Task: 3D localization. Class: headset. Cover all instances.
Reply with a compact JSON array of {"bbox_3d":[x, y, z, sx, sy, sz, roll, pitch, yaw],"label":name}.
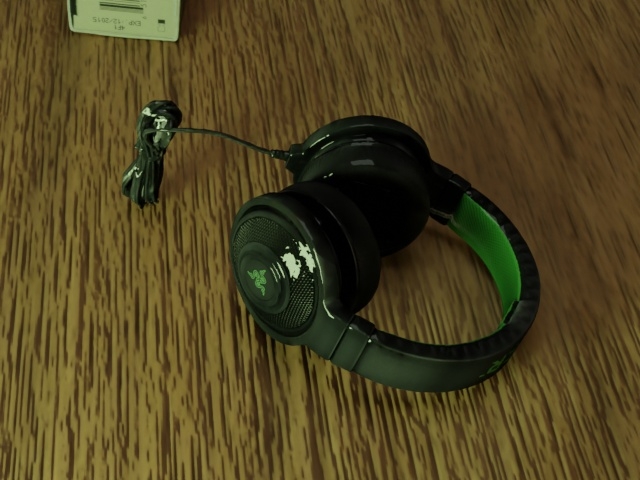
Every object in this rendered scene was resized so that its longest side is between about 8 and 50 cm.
[{"bbox_3d":[0.000,0.000,1.132,0.394,0.185,0.243,33,43,6],"label":"headset"}]

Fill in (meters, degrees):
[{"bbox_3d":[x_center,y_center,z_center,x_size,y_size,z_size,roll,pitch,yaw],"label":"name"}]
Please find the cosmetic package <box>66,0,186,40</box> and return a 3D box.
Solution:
[{"bbox_3d":[-0.209,-0.379,1.475,0.129,0.153,0.296,5,42,-2],"label":"cosmetic package"}]
